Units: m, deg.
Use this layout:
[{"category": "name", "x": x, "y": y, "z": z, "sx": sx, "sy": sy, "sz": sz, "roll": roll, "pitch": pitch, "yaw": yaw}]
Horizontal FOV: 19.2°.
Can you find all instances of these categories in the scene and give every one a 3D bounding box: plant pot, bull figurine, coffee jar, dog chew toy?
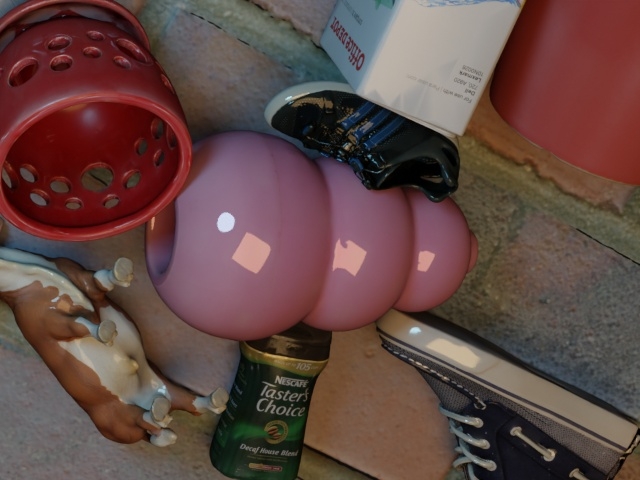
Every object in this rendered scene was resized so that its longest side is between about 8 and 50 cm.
[{"category": "plant pot", "x": 0.301, "y": -0.203, "z": 1.826, "sx": 0.275, "sy": 0.275, "sz": 0.243, "roll": 17, "pitch": 115, "yaw": -17}, {"category": "plant pot", "x": -0.229, "y": -0.120, "z": 1.759, "sx": 0.191, "sy": 0.174, "sz": 0.191, "roll": -12, "pitch": 136, "yaw": -11}, {"category": "bull figurine", "x": -0.232, "y": 0.093, "z": 1.872, "sx": 0.310, "sy": 0.188, "sz": 0.101, "roll": 51, "pitch": 60, "yaw": -31}, {"category": "coffee jar", "x": -0.051, "y": 0.159, "z": 1.971, "sx": 0.096, "sy": 0.079, "sz": 0.184, "roll": 10, "pitch": 107, "yaw": -15}, {"category": "dog chew toy", "x": 0.000, "y": 0.000, "z": 1.865, "sx": 0.332, "sy": 0.206, "sz": 0.206, "roll": 4, "pitch": 110, "yaw": -21}]

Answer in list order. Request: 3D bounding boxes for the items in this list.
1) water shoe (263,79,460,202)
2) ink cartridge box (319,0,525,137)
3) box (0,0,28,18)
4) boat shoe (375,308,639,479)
[{"category": "water shoe", "x": 0.045, "y": -0.093, "z": 1.791, "sx": 0.203, "sy": 0.080, "sz": 0.073, "roll": 12, "pitch": 139, "yaw": -21}, {"category": "ink cartridge box", "x": 0.118, "y": -0.264, "z": 1.781, "sx": 0.117, "sy": 0.201, "sz": 0.278, "roll": 20, "pitch": 105, "yaw": -17}, {"category": "box", "x": -0.325, "y": -0.297, "z": 1.748, "sx": 0.231, "sy": 0.056, "sz": 0.183, "roll": -31, "pitch": 117, "yaw": 1}, {"category": "boat shoe", "x": 0.177, "y": 0.198, "z": 2.006, "sx": 0.340, "sy": 0.127, "sz": 0.158, "roll": 28, "pitch": 95, "yaw": -21}]
